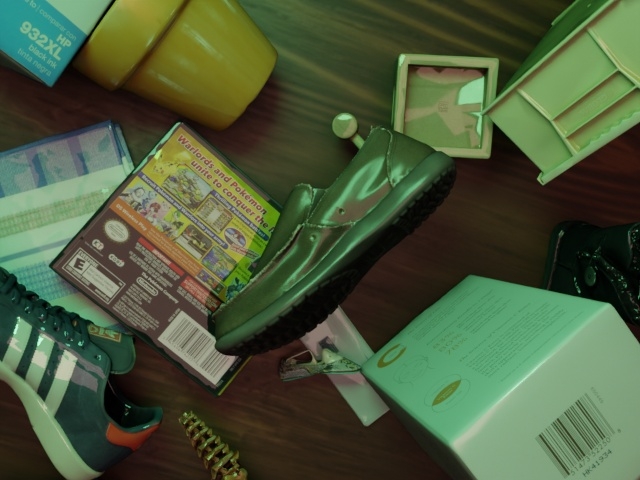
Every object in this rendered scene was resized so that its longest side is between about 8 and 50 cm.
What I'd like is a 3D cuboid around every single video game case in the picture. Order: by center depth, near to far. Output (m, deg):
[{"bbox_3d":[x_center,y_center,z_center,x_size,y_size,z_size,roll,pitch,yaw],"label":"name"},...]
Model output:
[{"bbox_3d":[-0.159,0.025,0.920,0.275,0.035,0.248,41,84,-11],"label":"video game case"}]

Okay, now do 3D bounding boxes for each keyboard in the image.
[{"bbox_3d":[0.019,0.143,0.993,0.072,0.014,0.256,-36,97,2],"label":"keyboard"}]

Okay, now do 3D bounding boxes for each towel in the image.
[{"bbox_3d":[-0.319,0.004,0.928,0.209,0.034,0.285,-18,96,-6],"label":"towel"}]

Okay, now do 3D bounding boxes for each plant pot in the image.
[{"bbox_3d":[-0.162,-0.239,0.860,0.188,0.205,0.205,35,89,-23],"label":"plant pot"}]

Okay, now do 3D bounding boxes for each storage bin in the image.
[{"bbox_3d":[0.358,-0.239,0.836,0.123,0.260,0.262,44,56,-3],"label":"storage bin"}]

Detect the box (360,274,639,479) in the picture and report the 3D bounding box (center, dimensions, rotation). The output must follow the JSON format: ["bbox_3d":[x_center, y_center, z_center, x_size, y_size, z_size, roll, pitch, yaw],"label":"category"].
[{"bbox_3d":[0.215,0.182,0.843,0.215,0.345,0.168,-39,99,-7],"label":"box"}]

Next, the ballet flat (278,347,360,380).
[{"bbox_3d":[-0.003,0.168,0.968,0.114,0.041,0.041,-8,95,8],"label":"ballet flat"}]

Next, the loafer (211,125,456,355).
[{"bbox_3d":[0.000,0.000,0.880,0.366,0.134,0.130,-41,69,-1],"label":"loafer"}]

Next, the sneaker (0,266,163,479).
[{"bbox_3d":[-0.315,0.121,0.857,0.148,0.131,0.350,-28,111,-2],"label":"sneaker"}]

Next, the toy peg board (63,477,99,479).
[{"bbox_3d":[-0.353,0.340,0.892,0.160,0.161,0.079,-27,82,-4],"label":"toy peg board"}]

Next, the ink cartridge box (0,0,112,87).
[{"bbox_3d":[-0.302,-0.347,0.786,0.129,0.223,0.307,39,81,-45],"label":"ink cartridge box"}]

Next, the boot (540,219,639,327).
[{"bbox_3d":[0.370,0.092,0.933,0.094,0.207,0.246,5,94,-8],"label":"boot"}]

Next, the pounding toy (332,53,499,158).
[{"bbox_3d":[0.120,-0.152,0.948,0.206,0.094,0.181,3,99,2],"label":"pounding toy"}]

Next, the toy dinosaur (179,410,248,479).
[{"bbox_3d":[-0.140,0.392,0.946,0.218,0.164,0.322,-17,78,-20],"label":"toy dinosaur"}]
